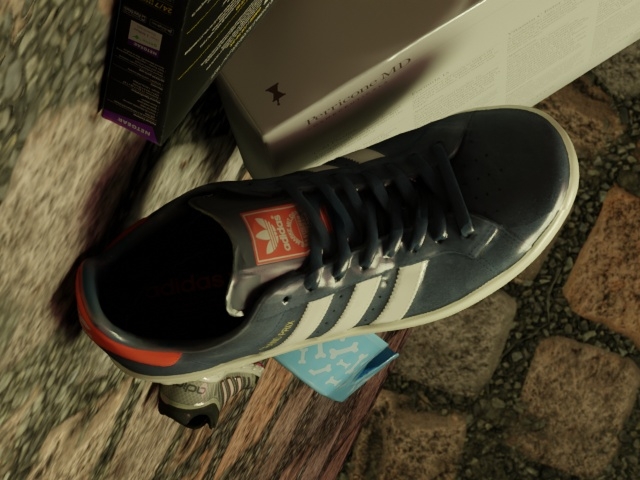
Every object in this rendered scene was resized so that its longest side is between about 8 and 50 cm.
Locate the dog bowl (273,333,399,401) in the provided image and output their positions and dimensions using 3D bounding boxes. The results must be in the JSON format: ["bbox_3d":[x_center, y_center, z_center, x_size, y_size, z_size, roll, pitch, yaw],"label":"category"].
[{"bbox_3d":[-0.019,0.075,1.792,0.074,0.166,0.297,-50,171,-2],"label":"dog bowl"}]

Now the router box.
[{"bbox_3d":[-0.062,-0.160,1.175,0.179,0.046,0.133,-55,169,-39],"label":"router box"}]

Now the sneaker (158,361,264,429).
[{"bbox_3d":[-0.103,0.130,1.761,0.075,0.063,0.170,-64,166,5],"label":"sneaker"}]

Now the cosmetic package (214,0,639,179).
[{"bbox_3d":[0.108,-0.162,1.431,0.377,0.097,0.284,-32,167,-5],"label":"cosmetic package"}]

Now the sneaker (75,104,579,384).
[{"bbox_3d":[0.000,0.000,1.298,0.350,0.131,0.148,-24,162,8],"label":"sneaker"}]
